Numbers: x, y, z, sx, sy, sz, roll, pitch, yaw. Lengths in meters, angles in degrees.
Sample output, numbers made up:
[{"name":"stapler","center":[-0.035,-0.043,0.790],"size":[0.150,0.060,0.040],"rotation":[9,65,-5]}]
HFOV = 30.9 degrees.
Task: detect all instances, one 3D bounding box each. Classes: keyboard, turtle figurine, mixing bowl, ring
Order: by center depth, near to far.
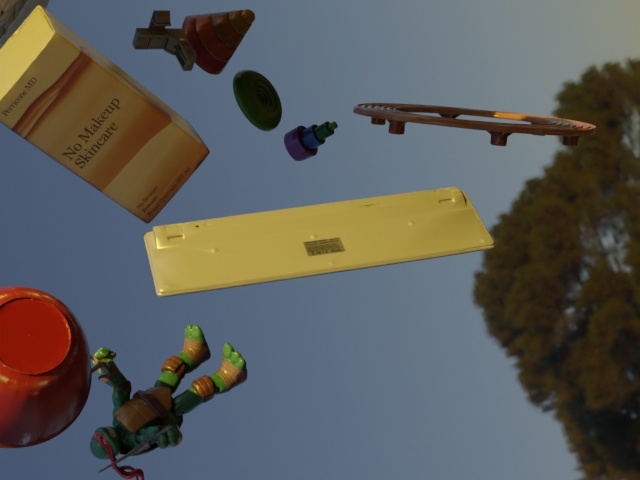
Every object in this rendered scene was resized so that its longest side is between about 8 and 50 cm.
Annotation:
[{"name":"keyboard","center":[0.000,0.000,0.867],"size":[0.014,0.256,0.072],"rotation":[94,163,-45]},{"name":"mixing bowl","center":[-0.317,0.117,1.217],"size":[0.181,0.098,0.181],"rotation":[14,-123,-22]},{"name":"turtle figurine","center":[-0.210,0.198,1.411],"size":[0.175,0.118,0.234],"rotation":[37,-128,25]},{"name":"ring","center":[0.212,-0.161,1.612],"size":[0.336,0.337,0.032],"rotation":[-20,-63,-68]}]

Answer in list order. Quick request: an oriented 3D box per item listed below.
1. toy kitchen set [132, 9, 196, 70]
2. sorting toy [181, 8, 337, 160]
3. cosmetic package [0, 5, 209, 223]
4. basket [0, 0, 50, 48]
[{"name":"toy kitchen set","center":[-0.253,-0.329,1.905],"size":[0.083,0.068,0.075],"rotation":[-6,-130,-31]},{"name":"sorting toy","center":[-0.094,-0.302,2.154],"size":[0.365,0.126,0.127],"rotation":[46,-147,-27]},{"name":"cosmetic package","center":[-0.322,-0.174,1.648],"size":[0.296,0.153,0.129],"rotation":[36,-172,-35]},{"name":"basket","center":[-0.519,-0.515,1.669],"size":[0.266,0.328,0.331],"rotation":[19,-156,-45]}]
